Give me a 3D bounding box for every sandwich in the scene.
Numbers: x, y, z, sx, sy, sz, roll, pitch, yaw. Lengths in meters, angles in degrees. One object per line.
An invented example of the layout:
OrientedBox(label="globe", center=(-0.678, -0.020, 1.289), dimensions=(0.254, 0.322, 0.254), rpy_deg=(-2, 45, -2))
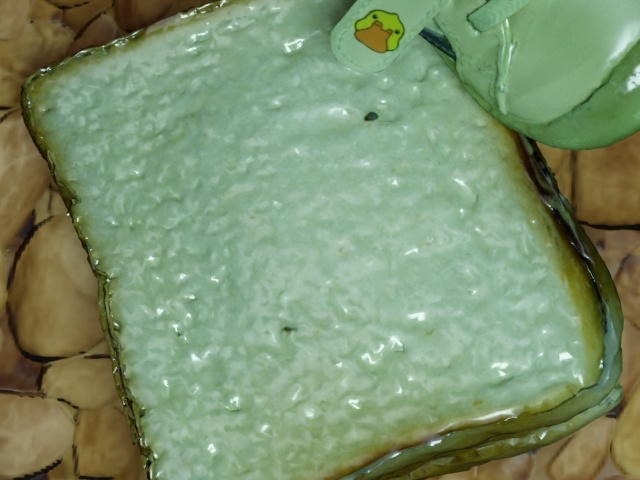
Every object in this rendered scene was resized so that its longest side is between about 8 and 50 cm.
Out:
OrientedBox(label="sandwich", center=(0.000, 0.000, 0.946), dimensions=(0.271, 0.099, 0.301), rpy_deg=(-19, 68, -4))

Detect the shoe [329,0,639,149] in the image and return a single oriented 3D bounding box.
OrientedBox(label="shoe", center=(0.071, -0.149, 0.881), dimensions=(0.262, 0.128, 0.140), rpy_deg=(52, 124, 25))
